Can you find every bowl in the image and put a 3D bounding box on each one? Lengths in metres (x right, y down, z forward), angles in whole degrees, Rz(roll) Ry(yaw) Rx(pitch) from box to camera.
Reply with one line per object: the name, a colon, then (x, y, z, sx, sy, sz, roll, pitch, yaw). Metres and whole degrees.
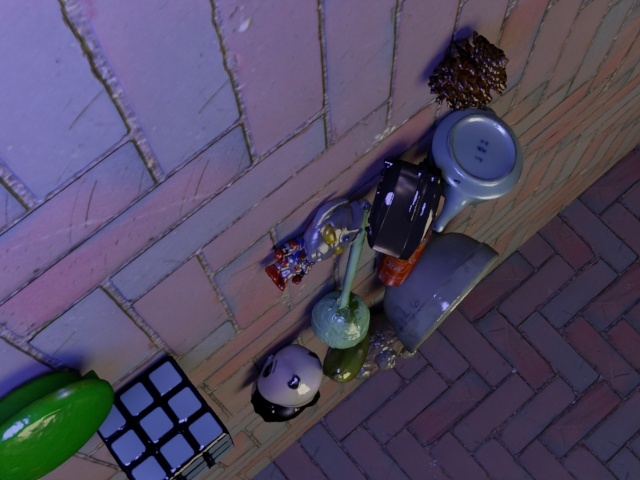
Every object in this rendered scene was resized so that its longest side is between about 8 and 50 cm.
bowl: (0.259, 0.097, 1.963, 0.307, 0.163, 0.307, -43, 169, -11)

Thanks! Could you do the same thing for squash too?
squash: (0.064, 0.221, 1.877, 0.094, 0.094, 0.341, -47, -175, 15)

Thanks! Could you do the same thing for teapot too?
teapot: (0.244, -0.130, 1.425, 0.159, 0.158, 0.232, 93, 18, -68)

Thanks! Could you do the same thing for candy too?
candy: (0.052, 0.072, 1.596, 0.119, 0.119, 0.440, -34, 155, -25)

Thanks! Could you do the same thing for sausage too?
sausage: (0.167, 0.029, 1.765, 0.074, 0.074, 0.274, -36, 164, -22)

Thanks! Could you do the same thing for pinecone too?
pinecone: (0.201, -0.225, 1.159, 0.109, 0.102, 0.102, -33, 165, 6)

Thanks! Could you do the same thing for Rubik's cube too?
Rubik's cube: (-0.246, 0.304, 1.340, 0.163, 0.162, 0.161, -39, 164, -16)

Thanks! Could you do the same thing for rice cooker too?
rice cooker: (0.131, -0.051, 1.343, 0.112, 0.106, 0.165, -66, 167, -66)

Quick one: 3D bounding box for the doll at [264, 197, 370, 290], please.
doll: (0.000, 0.000, 1.314, 0.194, 0.062, 0.104, -39, 120, -7)

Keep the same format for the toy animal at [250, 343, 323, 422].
toy animal: (-0.065, 0.293, 1.816, 0.166, 0.138, 0.179, -55, 167, -40)

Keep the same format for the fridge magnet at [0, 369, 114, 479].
fridge magnet: (-0.351, 0.238, 1.057, 0.208, 0.088, 0.208, -38, 162, -14)

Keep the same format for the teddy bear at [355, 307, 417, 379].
teddy bear: (0.170, 0.252, 2.212, 0.236, 0.151, 0.267, -24, 174, 35)
